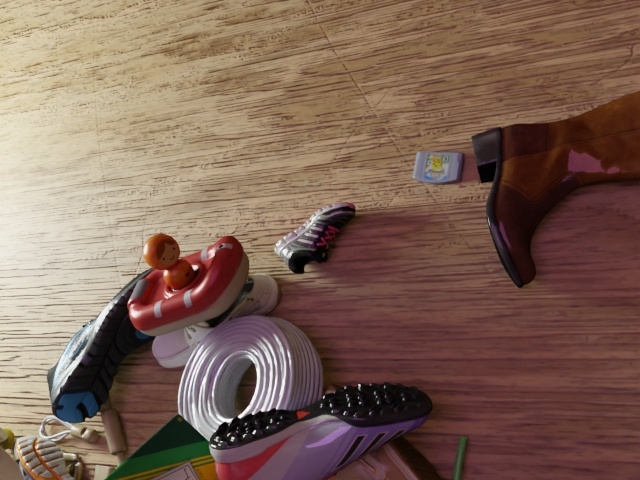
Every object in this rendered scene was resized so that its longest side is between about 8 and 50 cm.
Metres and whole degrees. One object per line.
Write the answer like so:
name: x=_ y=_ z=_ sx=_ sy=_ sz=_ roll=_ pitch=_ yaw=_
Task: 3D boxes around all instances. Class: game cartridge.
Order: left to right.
game cartridge: x=0.199 y=-0.122 z=1.150 sx=0.083 sy=0.017 sz=0.056 roll=4 pitch=81 yaw=27

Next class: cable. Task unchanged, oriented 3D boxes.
cable: x=-0.119 y=0.244 z=1.115 sx=0.257 sy=0.089 sz=0.257 roll=-47 pitch=46 yaw=11

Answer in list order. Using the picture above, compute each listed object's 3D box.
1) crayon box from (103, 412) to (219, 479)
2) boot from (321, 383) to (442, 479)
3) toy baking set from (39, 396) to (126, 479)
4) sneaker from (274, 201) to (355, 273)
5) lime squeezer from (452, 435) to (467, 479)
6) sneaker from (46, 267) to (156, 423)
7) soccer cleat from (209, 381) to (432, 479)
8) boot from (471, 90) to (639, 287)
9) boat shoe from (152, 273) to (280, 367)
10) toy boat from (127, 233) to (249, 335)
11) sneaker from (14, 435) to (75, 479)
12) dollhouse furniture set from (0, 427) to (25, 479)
crayon box: x=-0.172 y=0.462 z=0.913 sx=0.363 sy=0.313 sz=0.106 roll=40 pitch=122 yaw=8
boot: x=0.049 y=0.372 z=1.028 sx=0.262 sy=0.095 sz=0.203 roll=38 pitch=93 yaw=33
toy baking set: x=-0.465 y=0.385 z=1.316 sx=0.197 sy=0.030 sz=0.256 roll=-27 pitch=65 yaw=17
sneaker: x=0.000 y=0.000 z=1.186 sx=0.170 sy=0.063 sz=0.074 roll=-35 pitch=62 yaw=19
lime squeezer: x=0.219 y=0.439 z=0.949 sx=0.110 sy=0.059 sz=0.310 roll=-30 pitch=63 yaw=16
sneaker: x=-0.407 y=0.174 z=1.299 sx=0.341 sy=0.125 sz=0.140 roll=-50 pitch=40 yaw=-5
soccer cleat: x=0.008 y=0.289 z=0.968 sx=0.318 sy=0.108 sz=0.116 roll=-13 pitch=102 yaw=-4
boot: x=0.389 y=-0.076 z=1.022 sx=0.280 sy=0.096 sz=0.264 roll=-11 pitch=62 yaw=15
boat shoe: x=-0.208 y=0.136 z=1.226 sx=0.277 sy=0.096 sz=0.098 roll=-34 pitch=62 yaw=13
toy boat: x=-0.237 y=0.052 z=1.137 sx=0.231 sy=0.151 sz=0.151 roll=-20 pitch=32 yaw=20
sneaker: x=-0.515 y=0.457 z=1.274 sx=0.215 sy=0.084 sz=0.083 roll=44 pitch=110 yaw=25
dollhouse furniture set: x=-0.649 y=0.569 z=1.334 sx=0.286 sy=0.198 sz=0.303 roll=39 pitch=62 yaw=9
